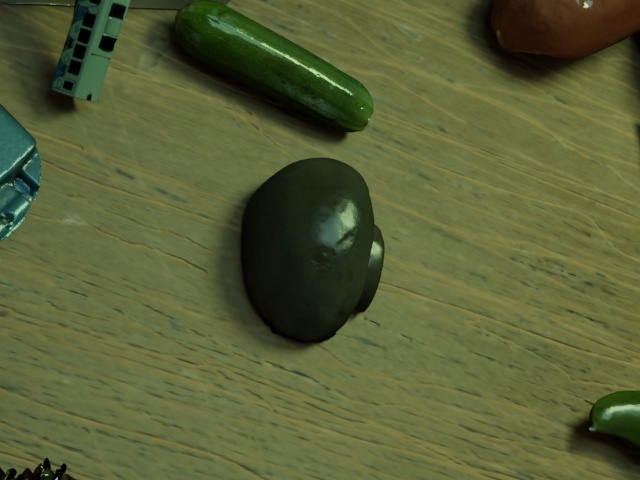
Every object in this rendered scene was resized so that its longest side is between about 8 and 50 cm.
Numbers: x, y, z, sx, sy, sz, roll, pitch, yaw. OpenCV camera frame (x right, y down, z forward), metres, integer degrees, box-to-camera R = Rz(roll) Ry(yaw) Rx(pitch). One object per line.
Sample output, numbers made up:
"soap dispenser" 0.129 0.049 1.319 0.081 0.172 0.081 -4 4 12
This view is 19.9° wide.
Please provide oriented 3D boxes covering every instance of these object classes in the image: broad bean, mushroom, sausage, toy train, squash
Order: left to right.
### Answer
"toy train" -0.202 -0.234 1.715 0.043 0.047 0.207 5 103 -66
"squash" -0.046 -0.177 1.855 0.229 0.066 0.066 27 54 -22
"mushroom" 0.000 0.000 1.770 0.141 0.117 0.188 11 65 -16
"sausage" 0.312 -0.287 2.090 0.254 0.148 0.148 -32 86 -35
"broad bean" 0.409 0.202 1.962 0.325 0.067 0.075 6 93 -34

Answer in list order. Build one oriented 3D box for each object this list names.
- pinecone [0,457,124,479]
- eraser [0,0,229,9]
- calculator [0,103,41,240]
"pinecone" -0.229 0.267 1.409 0.221 0.221 0.221 15 59 -27
"eraser" -0.216 -0.279 1.786 0.298 0.076 0.078 -2 68 -34
"calculator" -0.377 -0.109 1.607 0.293 0.051 0.173 45 51 -5
